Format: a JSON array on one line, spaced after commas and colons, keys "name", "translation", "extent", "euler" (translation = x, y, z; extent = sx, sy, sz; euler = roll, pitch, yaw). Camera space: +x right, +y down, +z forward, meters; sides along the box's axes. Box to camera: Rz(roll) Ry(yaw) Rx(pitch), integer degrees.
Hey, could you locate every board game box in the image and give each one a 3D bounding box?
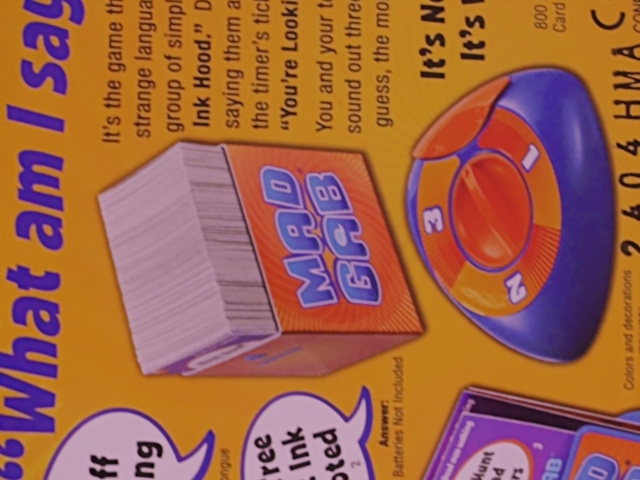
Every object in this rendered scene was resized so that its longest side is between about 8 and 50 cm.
[{"name": "board game box", "translation": [0.000, 0.000, 0.837], "extent": [0.356, 0.357, 0.356], "euler": [3, 169, -14]}]
